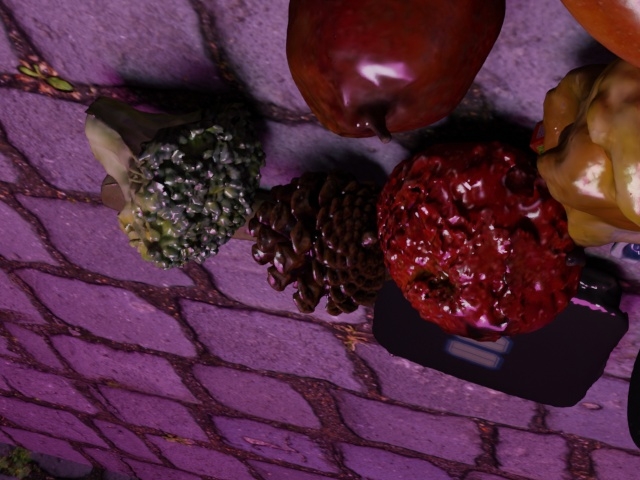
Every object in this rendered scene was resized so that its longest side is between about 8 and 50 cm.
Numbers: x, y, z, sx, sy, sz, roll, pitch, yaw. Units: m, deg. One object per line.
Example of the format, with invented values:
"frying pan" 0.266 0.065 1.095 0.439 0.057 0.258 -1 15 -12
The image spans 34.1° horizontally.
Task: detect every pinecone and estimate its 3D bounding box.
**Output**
"pinecone" 0.000 0.000 1.378 0.208 0.207 0.207 16 151 9

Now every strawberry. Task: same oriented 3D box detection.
"strawberry" 0.184 0.007 1.244 0.274 0.220 0.274 25 152 14

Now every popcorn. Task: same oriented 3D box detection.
"popcorn" 0.339 -0.098 0.967 0.297 0.280 0.316 6 -176 -45

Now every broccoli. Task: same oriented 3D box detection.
"broccoli" -0.205 -0.087 1.346 0.246 0.247 0.288 20 146 12

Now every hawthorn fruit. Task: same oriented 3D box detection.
"hawthorn fruit" 0.063 -0.190 0.980 0.208 0.248 0.208 11 146 7

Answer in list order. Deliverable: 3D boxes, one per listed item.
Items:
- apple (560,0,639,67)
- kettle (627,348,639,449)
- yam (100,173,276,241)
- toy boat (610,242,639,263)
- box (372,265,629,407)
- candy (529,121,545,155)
"apple" 0.283 -0.245 0.772 0.252 0.206 0.271 -16 125 31
"kettle" 0.587 0.201 1.405 0.271 0.250 0.207 17 180 -4
"yam" -0.147 -0.044 1.543 0.372 0.083 0.083 13 151 16
"toy boat" 0.479 0.012 1.163 0.309 0.142 0.129 3 145 31
"box" 0.250 0.110 1.537 0.359 0.091 0.350 16 150 10
"candy" 0.303 -0.095 1.201 0.122 0.038 0.062 37 148 -27
